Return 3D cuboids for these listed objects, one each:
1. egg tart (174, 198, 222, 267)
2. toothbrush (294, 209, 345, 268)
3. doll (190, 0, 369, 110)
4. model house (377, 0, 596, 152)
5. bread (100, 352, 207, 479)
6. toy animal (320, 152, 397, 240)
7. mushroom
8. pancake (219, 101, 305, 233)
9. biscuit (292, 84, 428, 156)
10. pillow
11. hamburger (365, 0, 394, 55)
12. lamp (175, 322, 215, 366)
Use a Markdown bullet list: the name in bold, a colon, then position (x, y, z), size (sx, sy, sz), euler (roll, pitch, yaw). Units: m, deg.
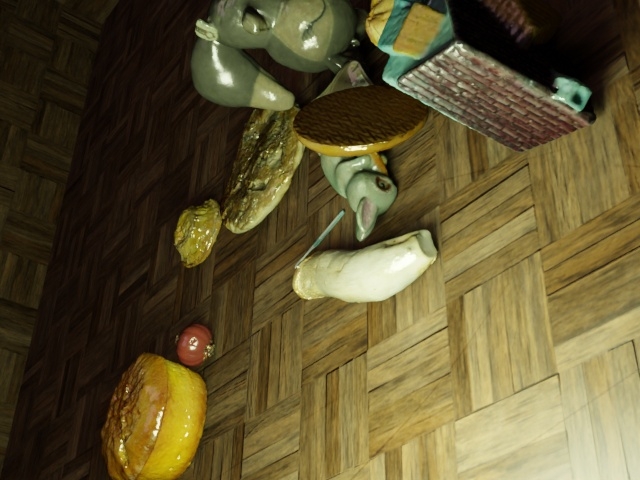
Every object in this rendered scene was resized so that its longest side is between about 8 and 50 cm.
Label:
- **egg tart**: position (-0.324, -0.022, 2.352), size (0.191, 0.074, 0.191), euler (-35, 44, 43)
- **toothbrush**: position (0.000, 0.000, 1.852), size (0.167, 0.014, 0.011), euler (-50, 31, 23)
- **doll**: position (-0.081, -0.445, 2.009), size (0.378, 0.383, 0.252), euler (128, 160, -60)
- **model house**: position (0.261, -0.279, 1.337), size (0.229, 0.281, 0.249), euler (-66, 23, 4)
- **bread**: position (-0.377, 0.405, 2.034), size (0.312, 0.172, 0.312), euler (-44, 36, 44)
- **toy animal**: position (0.081, -0.099, 1.704), size (0.125, 0.127, 0.251), euler (-28, 49, 13)
- **mushroom**: position (0.069, 0.051, 1.619), size (0.351, 0.095, 0.122), euler (-13, 42, 54)
- **pancake**: position (-0.140, -0.178, 2.166), size (0.356, 0.065, 0.356), euler (-42, 34, 39)
- **biscuit**: position (0.076, -0.224, 1.704), size (0.262, 0.262, 0.037), euler (-120, 17, -56)
- **pillow**: position (0.037, -0.275, 1.912), size (0.217, 0.033, 0.130), euler (-44, 72, 39)
- **hamburger**: position (0.194, -0.424, 1.682), size (0.209, 0.162, 0.330), euler (-59, 34, 21)
- **lamp**: position (-0.288, 0.240, 2.080), size (0.101, 0.090, 0.101), euler (19, -90, -74)
